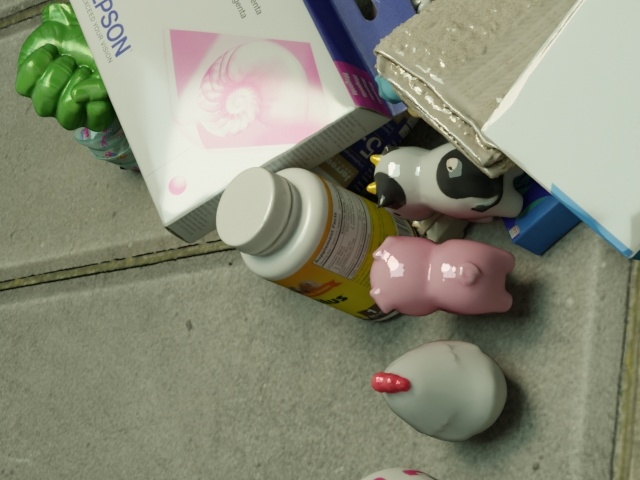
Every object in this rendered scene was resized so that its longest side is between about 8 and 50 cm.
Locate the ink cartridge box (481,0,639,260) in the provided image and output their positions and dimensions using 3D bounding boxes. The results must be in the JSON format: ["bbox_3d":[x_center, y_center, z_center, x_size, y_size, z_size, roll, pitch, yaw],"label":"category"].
[{"bbox_3d":[0.282,-0.092,1.348,0.171,0.233,0.168,43,107,24],"label":"ink cartridge box"}]

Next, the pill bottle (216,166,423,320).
[{"bbox_3d":[0.000,0.000,1.652,0.117,0.215,0.117,-24,55,39],"label":"pill bottle"}]

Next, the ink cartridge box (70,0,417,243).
[{"bbox_3d":[-0.074,-0.214,1.722,0.330,0.071,0.324,-32,62,11],"label":"ink cartridge box"}]

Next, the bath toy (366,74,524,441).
[{"bbox_3d":[0.105,0.015,1.551,0.151,0.129,0.348,-12,72,57],"label":"bath toy"}]

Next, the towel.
[{"bbox_3d":[0.202,-0.195,1.506,0.282,0.049,0.187,-40,63,-13],"label":"towel"}]

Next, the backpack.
[{"bbox_3d":[-0.249,-0.181,2.091,0.152,0.115,0.182,-15,64,39],"label":"backpack"}]

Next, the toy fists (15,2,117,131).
[{"bbox_3d":[-0.227,-0.193,1.974,0.096,0.279,0.142,126,155,-71],"label":"toy fists"}]

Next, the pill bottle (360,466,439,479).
[{"bbox_3d":[0.135,0.315,1.394,0.283,0.160,0.160,22,88,50],"label":"pill bottle"}]

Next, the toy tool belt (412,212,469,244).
[{"bbox_3d":[0.130,-0.036,1.657,0.083,0.052,0.051,-54,50,13],"label":"toy tool belt"}]

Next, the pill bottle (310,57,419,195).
[{"bbox_3d":[0.011,-0.100,1.745,0.186,0.112,0.112,-51,41,0],"label":"pill bottle"}]

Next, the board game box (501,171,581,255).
[{"bbox_3d":[0.247,-0.112,1.569,0.210,0.047,0.160,-42,45,25],"label":"board game box"}]

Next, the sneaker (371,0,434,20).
[{"bbox_3d":[0.087,-0.250,1.783,0.104,0.095,0.236,-54,42,25],"label":"sneaker"}]
